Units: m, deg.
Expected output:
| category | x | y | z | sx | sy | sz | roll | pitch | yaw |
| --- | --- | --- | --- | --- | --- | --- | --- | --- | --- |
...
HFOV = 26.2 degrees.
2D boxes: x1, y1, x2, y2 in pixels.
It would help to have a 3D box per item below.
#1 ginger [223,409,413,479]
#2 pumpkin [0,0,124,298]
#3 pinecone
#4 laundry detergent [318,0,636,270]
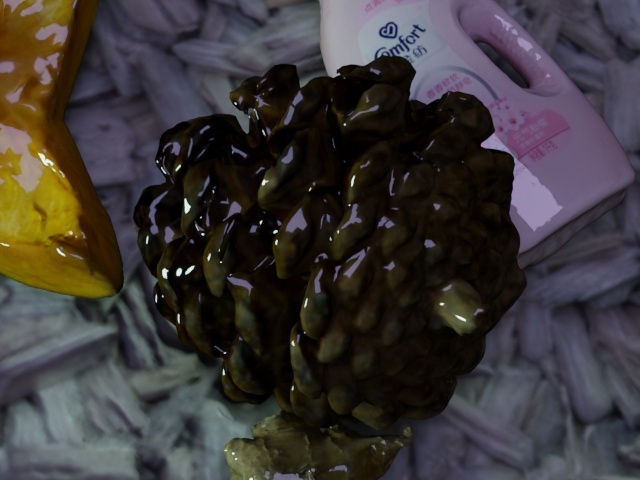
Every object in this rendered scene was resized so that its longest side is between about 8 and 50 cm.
| category | x | y | z | sx | sy | sz | roll | pitch | yaw |
| --- | --- | --- | --- | --- | --- | --- | --- | --- | --- |
| ginger | -0.050 | 0.170 | 0.882 | 0.214 | 0.059 | 0.133 | 6 | 73 | -4 |
| pumpkin | -0.263 | -0.096 | 0.950 | 0.258 | 0.095 | 0.290 | 0 | 72 | -5 |
| pinecone | -0.002 | -0.002 | 0.867 | 0.257 | 0.243 | 0.243 | 16 | 63 | 14 |
| laundry detergent | 0.081 | -0.134 | 1.023 | 0.159 | 0.088 | 0.335 | -30 | 73 | -21 |
